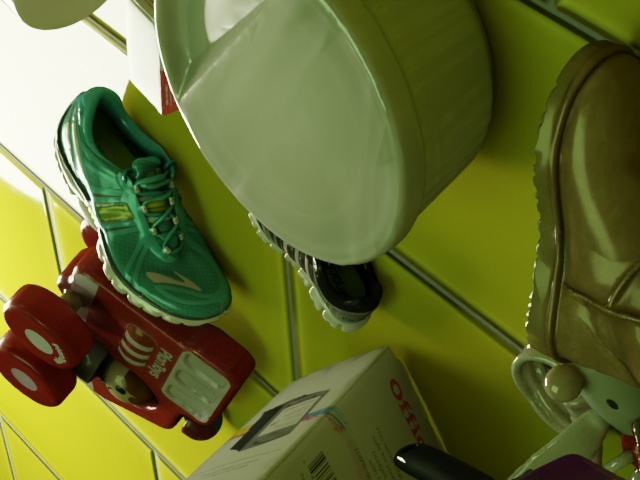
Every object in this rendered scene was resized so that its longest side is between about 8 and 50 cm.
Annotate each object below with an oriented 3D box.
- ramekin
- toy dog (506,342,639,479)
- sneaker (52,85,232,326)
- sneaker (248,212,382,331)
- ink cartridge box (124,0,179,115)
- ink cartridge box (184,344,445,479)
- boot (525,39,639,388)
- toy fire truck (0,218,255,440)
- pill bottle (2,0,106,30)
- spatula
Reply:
[{"bbox_3d":[0.009,-0.129,1.284,0.273,0.127,0.273,36,145,31],"label":"ramekin"},{"bbox_3d":[0.212,0.222,1.254,0.333,0.161,0.220,60,153,2],"label":"toy dog"},{"bbox_3d":[-0.181,-0.033,1.769,0.275,0.107,0.110,55,144,11],"label":"sneaker"},{"bbox_3d":[0.000,0.000,1.522,0.170,0.063,0.075,56,154,-2],"label":"sneaker"},{"bbox_3d":[-0.086,-0.175,1.415,0.056,0.135,0.099,47,150,32],"label":"ink cartridge box"},{"bbox_3d":[0.004,0.256,1.474,0.131,0.306,0.226,-21,98,27],"label":"ink cartridge box"},{"bbox_3d":[0.259,0.020,1.065,0.269,0.089,0.236,25,127,39],"label":"boot"},{"bbox_3d":[-0.206,0.121,1.917,0.254,0.169,0.302,38,152,3],"label":"toy fire truck"},{"bbox_3d":[-0.308,-0.333,1.610,0.301,0.169,0.169,48,151,25],"label":"pill bottle"},{"bbox_3d":[0.120,0.171,1.227,0.030,0.084,0.296,66,160,-9],"label":"spatula"}]
